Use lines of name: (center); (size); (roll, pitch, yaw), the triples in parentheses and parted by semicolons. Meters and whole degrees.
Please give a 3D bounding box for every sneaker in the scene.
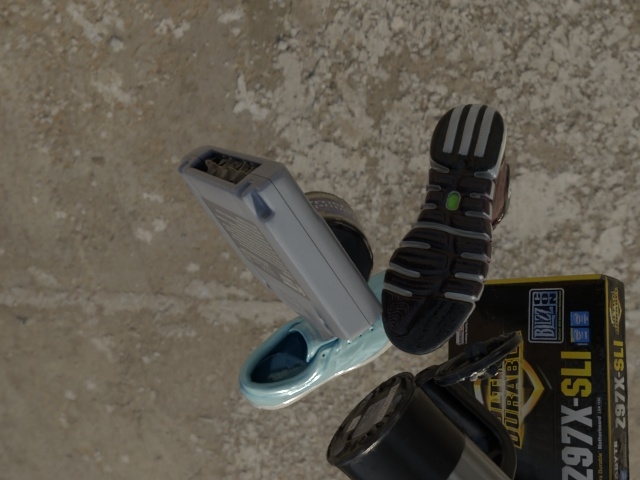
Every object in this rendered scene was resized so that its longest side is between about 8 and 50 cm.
sneaker: (0.020, 0.166, 1.324); (0.366, 0.135, 0.150); (-38, 164, -6)
sneaker: (0.164, 0.001, 0.881); (0.106, 0.281, 0.162); (17, 174, 26)

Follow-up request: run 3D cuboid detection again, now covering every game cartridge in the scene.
game cartridge: (-0.048, -0.002, 0.810); (0.062, 0.297, 0.198); (-43, 114, -10)

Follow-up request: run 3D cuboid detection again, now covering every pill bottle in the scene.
pill bottle: (0.000, 0.000, 1.094); (0.123, 0.219, 0.122); (-2, 107, -5)

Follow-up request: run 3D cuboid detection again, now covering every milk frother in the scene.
milk frother: (0.104, 0.144, 0.524); (0.135, 0.129, 0.143); (45, 149, -6)

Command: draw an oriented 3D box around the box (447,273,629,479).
box: (0.311, 0.217, 1.137); (0.257, 0.322, 0.079); (-5, 168, 40)
